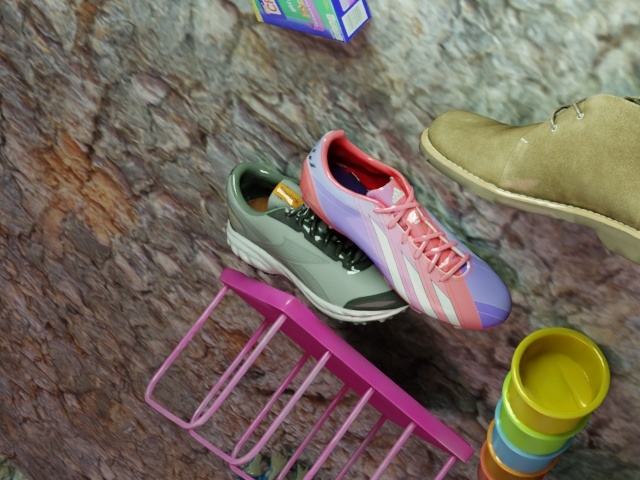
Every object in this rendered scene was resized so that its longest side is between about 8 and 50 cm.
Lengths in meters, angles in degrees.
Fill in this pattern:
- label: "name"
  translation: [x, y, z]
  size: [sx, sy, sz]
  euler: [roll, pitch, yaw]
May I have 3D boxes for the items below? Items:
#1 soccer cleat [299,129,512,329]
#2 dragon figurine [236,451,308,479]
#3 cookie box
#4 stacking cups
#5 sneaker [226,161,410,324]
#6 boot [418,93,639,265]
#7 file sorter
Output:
- label: "soccer cleat"
  translation: [0.083, -0.008, 1.410]
  size: [0.248, 0.083, 0.095]
  euler: [40, 150, 13]
- label: "dragon figurine"
  translation: [-0.084, 0.406, 2.134]
  size: [0.085, 0.289, 0.144]
  euler: [26, 127, -11]
- label: "cookie box"
  translation: [-0.019, -0.224, 1.261]
  size: [0.107, 0.040, 0.091]
  euler: [21, 147, 39]
- label: "stacking cups"
  translation: [0.209, 0.196, 1.520]
  size: [0.096, 0.096, 0.316]
  euler: [37, 154, 12]
- label: "sneaker"
  translation: [0.000, 0.000, 1.516]
  size: [0.272, 0.100, 0.108]
  euler: [25, 144, 33]
- label: "boot"
  translation: [0.204, -0.071, 1.153]
  size: [0.305, 0.112, 0.115]
  euler: [24, 119, 42]
- label: "file sorter"
  translation: [-0.021, 0.200, 1.643]
  size: [0.291, 0.182, 0.202]
  euler: [41, 171, -23]
